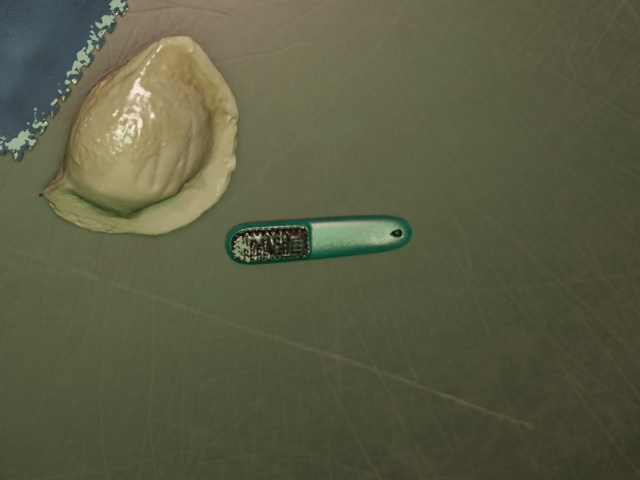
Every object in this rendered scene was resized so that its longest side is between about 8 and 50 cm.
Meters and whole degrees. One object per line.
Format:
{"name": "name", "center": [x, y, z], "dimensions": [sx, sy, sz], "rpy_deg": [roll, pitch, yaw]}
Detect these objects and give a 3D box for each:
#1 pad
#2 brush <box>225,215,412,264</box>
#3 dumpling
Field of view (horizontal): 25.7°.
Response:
{"name": "pad", "center": [-0.324, -0.246, 1.332], "dimensions": [0.269, 0.012, 0.269], "rpy_deg": [35, 94, -25]}
{"name": "brush", "center": [0.000, 0.000, 1.433], "dimensions": [0.193, 0.032, 0.043], "rpy_deg": [-4, 100, -5]}
{"name": "dumpling", "center": [-0.161, -0.091, 1.355], "dimensions": [0.166, 0.126, 0.216], "rpy_deg": [25, 92, -27]}
